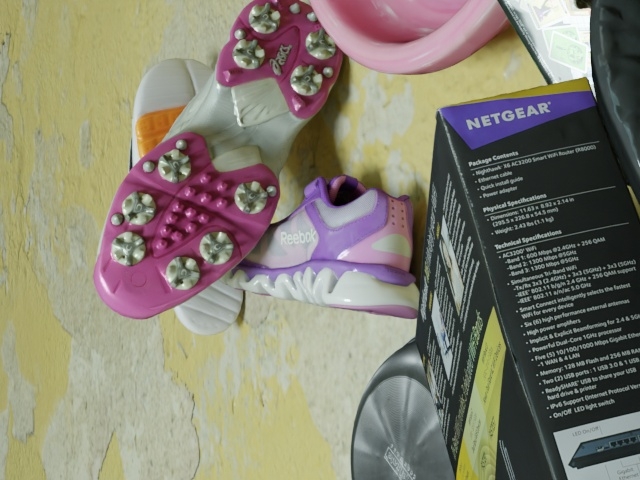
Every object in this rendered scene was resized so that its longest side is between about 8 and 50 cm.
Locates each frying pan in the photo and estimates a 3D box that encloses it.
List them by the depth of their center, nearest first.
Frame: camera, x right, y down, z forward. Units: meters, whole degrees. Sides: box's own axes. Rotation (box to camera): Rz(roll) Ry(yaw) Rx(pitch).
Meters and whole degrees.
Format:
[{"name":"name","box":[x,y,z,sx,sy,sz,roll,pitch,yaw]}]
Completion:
[{"name":"frying pan","box":[0.050,0.199,1.057,0.326,0.053,0.197,-52,45,43]}]

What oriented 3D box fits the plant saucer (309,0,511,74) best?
[{"name":"plant saucer","box":[0.088,-0.278,0.954,0.332,0.084,0.332,-3,87,60]}]

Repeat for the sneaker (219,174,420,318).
[{"name":"sneaker","box":[0.000,0.000,1.108,0.236,0.095,0.105,4,87,56]}]

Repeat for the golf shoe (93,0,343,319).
[{"name":"golf shoe","box":[-0.085,-0.055,1.145,0.306,0.115,0.140,-57,5,-24]}]

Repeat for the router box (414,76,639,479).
[{"name":"router box","box":[0.123,0.098,0.759,0.309,0.081,0.243,87,170,-65]}]

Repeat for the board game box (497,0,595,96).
[{"name":"board game box","box":[0.140,-0.193,0.784,0.136,0.030,0.260,-34,83,38]}]

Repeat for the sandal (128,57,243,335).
[{"name":"sandal","box":[-0.137,-0.039,1.329,0.076,0.102,0.265,-17,77,56]}]

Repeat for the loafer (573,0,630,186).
[{"name":"loafer","box":[0.172,-0.142,0.682,0.102,0.092,0.269,-139,42,-74]}]

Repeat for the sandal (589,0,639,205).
[{"name":"sandal","box":[0.227,0.075,0.539,0.107,0.167,0.446,41,-145,-71]}]
